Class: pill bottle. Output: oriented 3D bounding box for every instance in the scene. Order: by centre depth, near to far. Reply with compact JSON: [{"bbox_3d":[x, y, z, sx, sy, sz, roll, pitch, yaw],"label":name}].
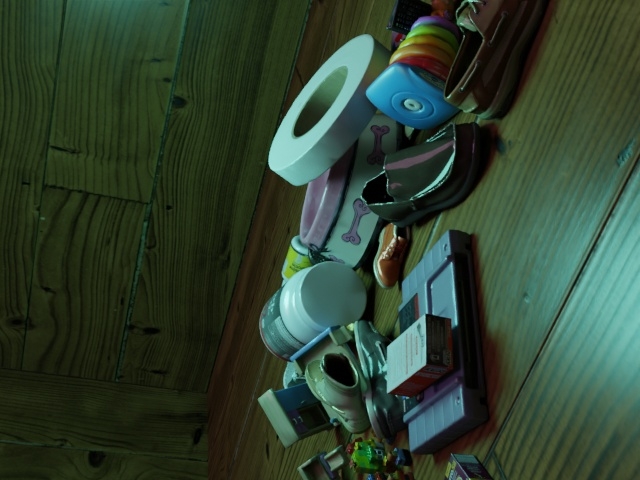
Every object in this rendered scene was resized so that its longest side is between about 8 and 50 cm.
[{"bbox_3d":[-0.020,0.186,1.942,0.363,0.210,0.210,133,144,-64],"label":"pill bottle"},{"bbox_3d":[-0.064,0.082,2.391,0.103,0.103,0.184,-102,26,-55],"label":"pill bottle"}]

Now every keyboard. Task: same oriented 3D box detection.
[{"bbox_3d":[0.208,-0.466,1.635,0.023,0.180,0.108,31,110,37],"label":"keyboard"}]

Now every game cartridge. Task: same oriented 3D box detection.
[{"bbox_3d":[0.212,0.186,1.366,0.230,0.068,0.355,127,150,-52],"label":"game cartridge"}]

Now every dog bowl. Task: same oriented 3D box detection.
[{"bbox_3d":[0.064,-0.137,1.877,0.408,0.150,0.408,-165,90,-80],"label":"dog bowl"}]

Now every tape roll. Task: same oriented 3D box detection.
[{"bbox_3d":[0.020,-0.305,1.757,0.392,0.072,0.392,-45,23,26],"label":"tape roll"}]

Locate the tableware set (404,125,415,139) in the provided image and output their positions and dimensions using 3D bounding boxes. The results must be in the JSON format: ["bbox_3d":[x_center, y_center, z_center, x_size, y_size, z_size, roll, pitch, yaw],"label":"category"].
[{"bbox_3d":[0.220,-0.325,1.758,0.169,0.020,0.141,-100,26,-57],"label":"tableware set"}]

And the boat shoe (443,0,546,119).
[{"bbox_3d":[0.298,-0.374,1.294,0.122,0.119,0.324,-128,50,-71],"label":"boat shoe"}]

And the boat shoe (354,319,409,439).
[{"bbox_3d":[0.137,0.276,1.560,0.335,0.095,0.112,-98,-11,-59],"label":"boat shoe"}]

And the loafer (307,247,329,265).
[{"bbox_3d":[0.000,0.000,2.283,0.078,0.080,0.220,102,174,-49],"label":"loafer"}]

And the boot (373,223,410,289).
[{"bbox_3d":[0.162,0.028,1.667,0.084,0.059,0.158,144,136,-63],"label":"boot"}]

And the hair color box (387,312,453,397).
[{"bbox_3d":[0.169,0.202,1.301,0.167,0.053,0.093,122,155,-58],"label":"hair color box"}]

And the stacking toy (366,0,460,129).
[{"bbox_3d":[0.232,-0.401,1.571,0.165,0.175,0.302,-32,34,62],"label":"stacking toy"}]

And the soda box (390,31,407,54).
[{"bbox_3d":[0.206,-0.418,1.714,0.069,0.073,0.216,-47,29,50],"label":"soda box"}]

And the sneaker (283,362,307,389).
[{"bbox_3d":[-0.053,0.354,2.203,0.229,0.086,0.132,-96,24,-50],"label":"sneaker"}]

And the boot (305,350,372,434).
[{"bbox_3d":[0.026,0.285,1.572,0.213,0.077,0.165,43,156,44],"label":"boot"}]

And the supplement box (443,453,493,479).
[{"bbox_3d":[0.232,0.379,1.177,0.083,0.043,0.055,-130,51,-72],"label":"supplement box"}]

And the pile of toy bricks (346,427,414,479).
[{"bbox_3d":[0.105,0.443,1.492,0.212,0.105,0.118,-107,31,-60],"label":"pile of toy bricks"}]

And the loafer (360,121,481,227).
[{"bbox_3d":[0.189,-0.123,1.490,0.366,0.130,0.134,136,143,-58],"label":"loafer"}]

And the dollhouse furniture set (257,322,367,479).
[{"bbox_3d":[0.060,0.379,1.776,0.303,0.198,0.286,-42,69,25],"label":"dollhouse furniture set"}]
